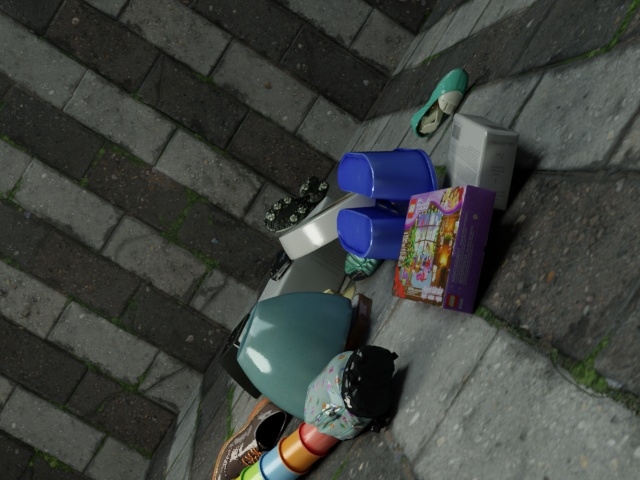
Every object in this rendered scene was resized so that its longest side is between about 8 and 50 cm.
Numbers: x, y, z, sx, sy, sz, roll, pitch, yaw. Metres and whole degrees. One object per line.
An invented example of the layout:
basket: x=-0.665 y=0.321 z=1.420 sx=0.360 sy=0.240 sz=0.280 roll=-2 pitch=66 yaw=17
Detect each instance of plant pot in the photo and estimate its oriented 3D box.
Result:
plant pot: x=-0.073 y=0.233 z=1.690 sx=0.290 sy=0.195 sz=0.290 roll=-160 pitch=90 yaw=-83
plant pot: x=-0.198 y=0.336 z=2.294 sx=0.187 sy=0.167 sz=0.188 roll=-50 pitch=13 yaw=44

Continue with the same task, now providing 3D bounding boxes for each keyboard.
keyboard: x=-0.109 y=0.062 z=2.168 sx=0.108 sy=0.023 sz=0.180 roll=-47 pitch=12 yaw=19

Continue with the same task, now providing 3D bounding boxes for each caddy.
caddy: x=0.155 y=-0.079 z=1.636 sx=0.341 sy=0.179 sz=0.241 roll=-148 pitch=58 yaw=-74

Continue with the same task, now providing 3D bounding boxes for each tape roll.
tape roll: x=0.071 y=-0.077 z=1.989 sx=0.392 sy=0.072 sz=0.392 roll=-30 pitch=4 yaw=2

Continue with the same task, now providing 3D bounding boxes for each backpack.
backpack: x=0.049 y=0.272 z=1.324 sx=0.182 sy=0.115 sz=0.152 roll=-52 pitch=13 yaw=48

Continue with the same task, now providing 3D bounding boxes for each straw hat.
straw hat: x=0.026 y=0.165 z=1.989 sx=0.144 sy=0.061 sz=0.144 roll=-56 pitch=8 yaw=13

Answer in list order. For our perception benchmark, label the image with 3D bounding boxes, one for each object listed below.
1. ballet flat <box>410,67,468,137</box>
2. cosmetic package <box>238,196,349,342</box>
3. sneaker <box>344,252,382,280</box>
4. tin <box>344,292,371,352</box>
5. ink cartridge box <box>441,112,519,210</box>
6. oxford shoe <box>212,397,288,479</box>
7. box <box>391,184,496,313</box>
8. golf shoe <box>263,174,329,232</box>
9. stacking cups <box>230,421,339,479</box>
ballet flat: x=0.338 y=-0.369 z=2.107 sx=0.247 sy=0.083 sz=0.087 roll=-49 pitch=37 yaw=48
cosmetic package: x=-0.045 y=0.118 z=2.209 sx=0.230 sy=0.161 sz=0.453 roll=-43 pitch=16 yaw=55
sneaker: x=0.146 y=0.013 z=1.894 sx=0.098 sy=0.083 sz=0.223 roll=-24 pitch=-25 yaw=-51
tin: x=0.073 y=0.192 z=1.730 sx=0.106 sy=0.040 sz=0.189 roll=-49 pitch=12 yaw=25
ink cartridge box: x=0.288 y=-0.098 z=1.445 sx=0.296 sy=0.066 sz=0.261 roll=-92 pitch=9 yaw=-75
oxford shoe: x=-0.171 y=0.504 z=1.816 sx=0.271 sy=0.097 sz=0.098 roll=-59 pitch=15 yaw=-6
box: x=0.207 y=0.014 z=1.326 sx=0.293 sy=0.057 sz=0.201 roll=177 pitch=106 yaw=-79
golf shoe: x=-0.074 y=-0.092 z=2.431 sx=0.273 sy=0.105 sz=0.120 roll=-39 pitch=-23 yaw=-31
stacking cups: x=-0.065 y=0.442 z=1.474 sx=0.316 sy=0.096 sz=0.096 roll=-44 pitch=15 yaw=30
